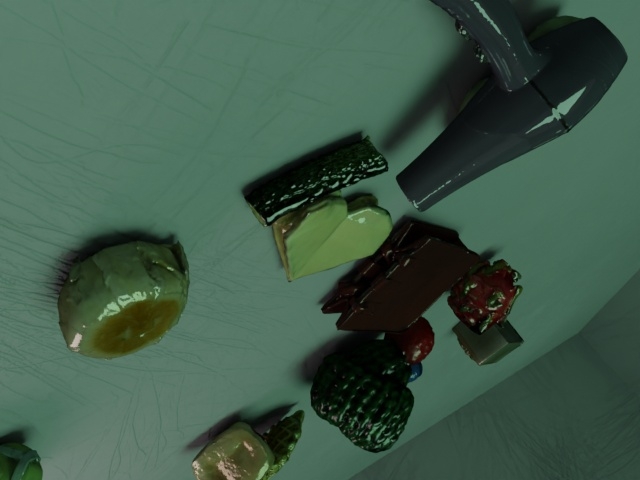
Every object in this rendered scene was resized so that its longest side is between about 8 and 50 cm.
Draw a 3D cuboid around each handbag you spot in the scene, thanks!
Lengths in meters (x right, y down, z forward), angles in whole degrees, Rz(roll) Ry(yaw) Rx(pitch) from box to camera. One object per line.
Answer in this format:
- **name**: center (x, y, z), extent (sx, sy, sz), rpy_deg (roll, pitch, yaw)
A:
- **handbag**: center (0.166, 0.079, 1.108), extent (0.260, 0.084, 0.276), rpy_deg (-47, 149, 22)

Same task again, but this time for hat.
- **hat**: center (0.132, 0.302, 1.317), extent (0.332, 0.242, 0.274), rpy_deg (-55, 178, -13)

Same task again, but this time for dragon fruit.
- **dragon fruit**: center (0.411, 0.131, 1.382), extent (0.167, 0.160, 0.172), rpy_deg (34, 109, -16)

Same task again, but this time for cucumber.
- **cucumber**: center (-0.006, -0.077, 0.719), extent (0.187, 0.058, 0.058), rpy_deg (-26, 150, -14)

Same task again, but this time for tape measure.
- **tape measure**: center (-0.497, 0.379, 0.815), extent (0.175, 0.106, 0.200), rpy_deg (-1, 134, -52)

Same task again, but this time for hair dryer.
- **hair dryer**: center (0.153, -0.199, 0.636), extent (0.301, 0.121, 0.361), rpy_deg (-38, 134, 20)

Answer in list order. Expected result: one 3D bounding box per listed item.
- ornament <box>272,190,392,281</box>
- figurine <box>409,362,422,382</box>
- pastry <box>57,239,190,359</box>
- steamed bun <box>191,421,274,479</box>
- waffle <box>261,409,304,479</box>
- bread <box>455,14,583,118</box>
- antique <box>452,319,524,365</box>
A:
- **ornament**: center (0.000, 0.000, 0.842), extent (0.201, 0.059, 0.180), rpy_deg (8, 130, -49)
- **figurine**: center (0.243, 0.403, 1.701), extent (0.087, 0.086, 0.149), rpy_deg (32, 130, -17)
- **pastry**: center (-0.227, 0.069, 0.664), extent (0.166, 0.088, 0.165), rpy_deg (-27, 154, -15)
- **steamed bun**: center (-0.190, 0.499, 1.307), extent (0.172, 0.140, 0.155), rpy_deg (-41, 174, 0)
- **waffle**: center (-0.124, 0.529, 1.402), extent (0.214, 0.054, 0.207), rpy_deg (-44, -170, 22)
- **bread**: center (0.292, -0.211, 0.814), extent (0.232, 0.064, 0.173), rpy_deg (-47, 137, 17)
- **antique**: center (0.516, 0.299, 1.754), extent (0.148, 0.146, 0.152), rpy_deg (-47, 149, 22)
